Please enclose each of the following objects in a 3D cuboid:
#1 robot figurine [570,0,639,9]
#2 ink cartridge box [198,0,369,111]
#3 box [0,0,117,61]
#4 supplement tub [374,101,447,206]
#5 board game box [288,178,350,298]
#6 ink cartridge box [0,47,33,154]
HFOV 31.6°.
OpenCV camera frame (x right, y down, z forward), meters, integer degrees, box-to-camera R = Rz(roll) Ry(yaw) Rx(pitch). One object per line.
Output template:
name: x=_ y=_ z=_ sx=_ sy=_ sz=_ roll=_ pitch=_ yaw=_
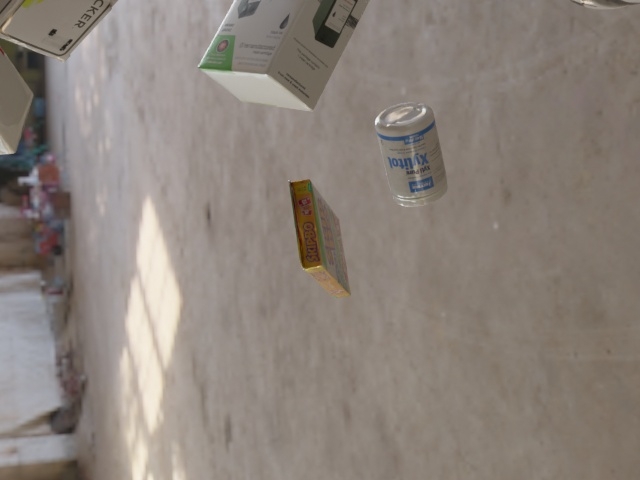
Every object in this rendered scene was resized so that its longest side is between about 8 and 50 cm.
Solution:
robot figurine: x=0.334 y=-0.327 z=1.122 sx=0.278 sy=0.173 sz=0.209 roll=-6 pitch=114 yaw=59
ink cartridge box: x=-0.048 y=-0.377 z=1.908 sx=0.211 sy=0.121 sz=0.289 roll=14 pitch=74 yaw=50
box: x=-0.261 y=-0.328 z=1.038 sx=0.169 sy=0.087 sz=0.290 roll=-40 pitch=60 yaw=22
supplement tub: x=0.107 y=-0.102 z=1.331 sx=0.071 sy=0.071 sz=0.107 roll=-125 pitch=16 yaw=-60
board game box: x=0.000 y=0.000 z=1.618 sx=0.259 sy=0.039 sz=0.124 roll=42 pitch=-142 yaw=-72
ink cartridge box: x=-0.584 y=-0.213 z=1.587 sx=0.207 sy=0.283 sz=0.117 roll=64 pitch=-153 yaw=-52
